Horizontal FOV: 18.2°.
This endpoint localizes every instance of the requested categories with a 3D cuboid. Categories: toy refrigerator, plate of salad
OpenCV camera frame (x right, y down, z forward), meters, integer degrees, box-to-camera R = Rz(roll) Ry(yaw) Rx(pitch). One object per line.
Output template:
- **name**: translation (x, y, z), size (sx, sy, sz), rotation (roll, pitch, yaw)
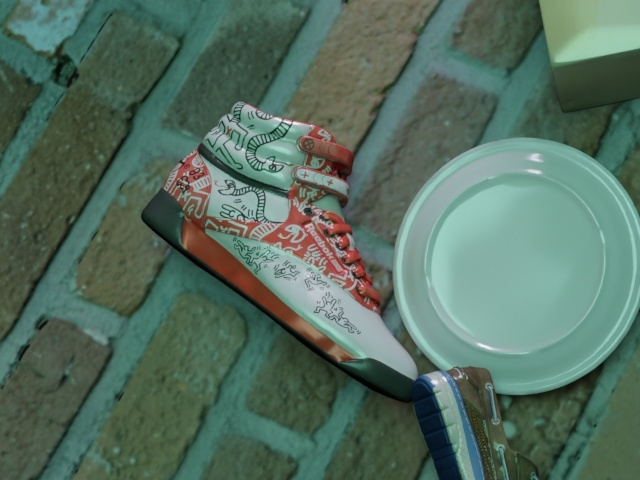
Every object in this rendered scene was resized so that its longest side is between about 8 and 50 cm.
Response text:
- **toy refrigerator**: translation (0.201, -0.248, 1.584), size (0.094, 0.102, 0.269), rotation (-11, 72, 9)
- **plate of salad**: translation (0.154, 0.020, 1.539), size (0.199, 0.048, 0.200), rotation (-3, 80, 19)

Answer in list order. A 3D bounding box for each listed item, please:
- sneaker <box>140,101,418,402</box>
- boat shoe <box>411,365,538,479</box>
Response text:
- **sneaker**: translation (-0.001, -0.001, 1.554), size (0.270, 0.090, 0.145), rotation (36, 85, 22)
- **boat shoe**: translation (0.127, 0.180, 1.479), size (0.066, 0.066, 0.183), rotation (-15, 87, -20)
